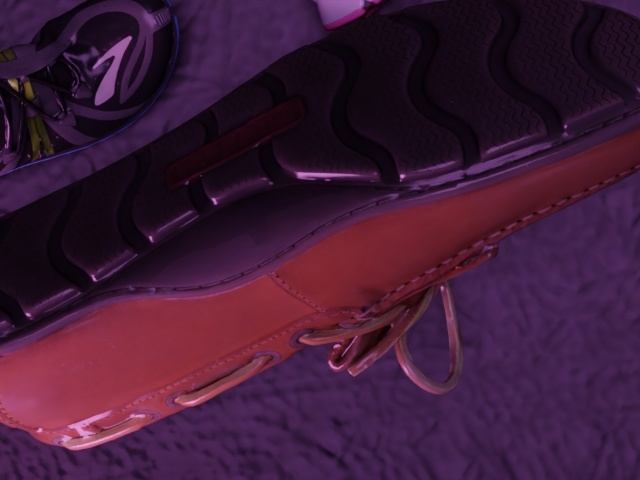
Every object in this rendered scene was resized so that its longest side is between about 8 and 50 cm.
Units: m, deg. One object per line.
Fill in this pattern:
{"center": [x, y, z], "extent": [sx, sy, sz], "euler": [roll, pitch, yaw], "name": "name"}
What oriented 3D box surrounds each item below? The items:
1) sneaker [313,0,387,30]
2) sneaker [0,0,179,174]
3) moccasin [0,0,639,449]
{"center": [0.061, -0.223, 0.920], "extent": [0.252, 0.103, 0.111], "euler": [-44, 92, 4], "name": "sneaker"}
{"center": [-0.154, -0.067, 0.953], "extent": [0.188, 0.078, 0.067], "euler": [-27, 92, 4], "name": "sneaker"}
{"center": [0.001, 0.002, 0.920], "extent": [0.380, 0.139, 0.147], "euler": [-29, 136, 8], "name": "moccasin"}
